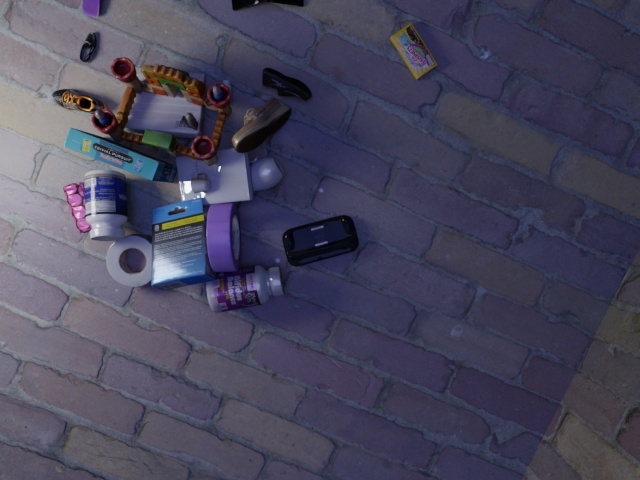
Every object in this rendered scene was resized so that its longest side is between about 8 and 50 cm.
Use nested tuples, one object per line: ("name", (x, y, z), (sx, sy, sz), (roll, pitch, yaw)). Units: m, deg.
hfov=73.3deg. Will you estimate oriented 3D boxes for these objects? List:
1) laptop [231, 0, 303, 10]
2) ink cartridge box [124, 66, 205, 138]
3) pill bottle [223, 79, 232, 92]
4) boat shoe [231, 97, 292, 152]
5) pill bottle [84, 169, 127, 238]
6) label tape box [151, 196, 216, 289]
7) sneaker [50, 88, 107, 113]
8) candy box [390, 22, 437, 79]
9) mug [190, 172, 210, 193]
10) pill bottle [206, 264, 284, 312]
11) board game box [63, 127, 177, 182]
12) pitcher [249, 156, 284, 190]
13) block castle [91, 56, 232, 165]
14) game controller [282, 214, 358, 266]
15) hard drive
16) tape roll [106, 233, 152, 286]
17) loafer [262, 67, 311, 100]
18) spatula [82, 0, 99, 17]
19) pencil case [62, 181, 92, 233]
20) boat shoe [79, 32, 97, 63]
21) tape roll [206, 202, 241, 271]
("laptop", (-0.221, -1.060, 1.743), (0.264, 0.136, 0.234), (-8, 98, -27))
("ink cartridge box", (-0.625, -0.558, 1.755), (0.296, 0.066, 0.261), (5, 81, -3))
("pill bottle", (-0.387, -0.613, 1.769), (0.043, 0.043, 0.083), (3, 96, -3))
("boat shoe", (-0.250, -0.458, 1.694), (0.110, 0.121, 0.341), (39, 49, 2))
("pill bottle", (-0.857, -0.137, 1.722), (0.153, 0.153, 0.264), (-5, 83, -2))
("label tape box", (-0.559, 0.015, 1.761), (0.241, 0.106, 0.333), (-11, 69, 11))
("sneaker", (-0.980, -0.563, 1.731), (0.215, 0.083, 0.084), (12, 97, -2))
("candy box", (0.389, -0.786, 1.791), (0.105, 0.027, 0.206), (-35, 96, 5))
("mug", (-0.477, -0.229, 1.719), (0.064, 0.062, 0.078), (-4, 104, 12))
("pill bottle", (-0.309, 0.195, 1.799), (0.302, 0.169, 0.169), (-11, 97, -1))
("board game box", (-0.761, -0.325, 1.680), (0.336, 0.254, 0.079), (22, 94, -5))
("pitcher", (-0.271, -0.282, 1.775), (0.207, 0.125, 0.177), (-26, 96, 12))
("block castle", (-0.575, -0.484, 1.607), (0.453, 0.213, 0.303), (15, 81, -1))
("game controller", (0.000, 0.000, 1.853), (0.319, 0.067, 0.166), (-15, 82, -1))
("hard drive", (-0.433, -0.255, 1.753), (0.319, 0.040, 0.210), (-4, 97, 19))
("tape roll", (-0.780, 0.083, 1.816), (0.219, 0.072, 0.219), (0, 97, -2))
("loafer", (-0.141, -0.630, 1.771), (0.220, 0.080, 0.078), (26, 127, -6))
("spatula", (-0.881, -1.041, 1.707), (0.084, 0.030, 0.296), (20, 93, 13))
("pencil case", (-0.978, -0.139, 1.775), (0.098, 0.095, 0.209), (-13, 100, 34))
("boat shoe", (-0.936, -0.778, 1.731), (0.046, 0.038, 0.125), (24, 95, -5))
("tape roll", (-0.381, -0.011, 1.719), (0.090, 0.275, 0.274), (-2, 96, -3))
